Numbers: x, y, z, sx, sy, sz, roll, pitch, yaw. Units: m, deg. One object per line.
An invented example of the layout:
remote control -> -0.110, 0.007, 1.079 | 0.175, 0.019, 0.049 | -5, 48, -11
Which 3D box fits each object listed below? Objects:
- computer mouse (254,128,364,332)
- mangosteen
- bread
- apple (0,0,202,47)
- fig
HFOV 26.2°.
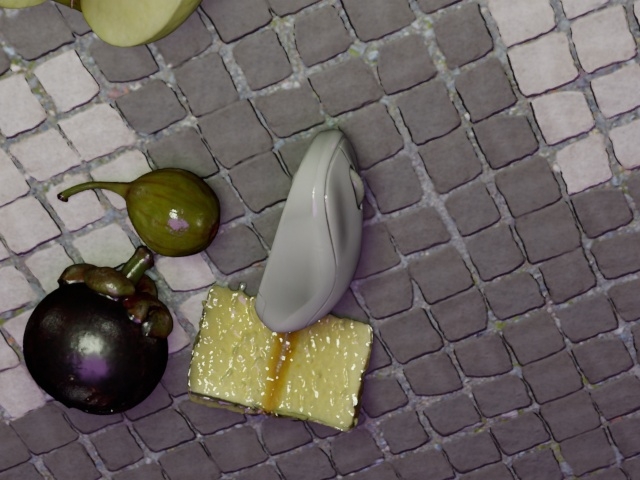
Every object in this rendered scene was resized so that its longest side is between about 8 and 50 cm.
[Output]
computer mouse -> 0.000, 0.000, 1.858 | 0.121, 0.184, 0.297 | 23, 119, 4
mangosteen -> -0.301, 0.119, 1.928 | 0.211, 0.211, 0.250 | 24, 91, -16
bread -> -0.062, 0.186, 2.022 | 0.266, 0.178, 0.142 | 14, 152, -7
apple -> -0.256, -0.378, 1.586 | 0.295, 0.233, 0.258 | 17, 109, -8
fig -> -0.249, -0.051, 1.882 | 0.236, 0.124, 0.124 | 15, 123, 17
